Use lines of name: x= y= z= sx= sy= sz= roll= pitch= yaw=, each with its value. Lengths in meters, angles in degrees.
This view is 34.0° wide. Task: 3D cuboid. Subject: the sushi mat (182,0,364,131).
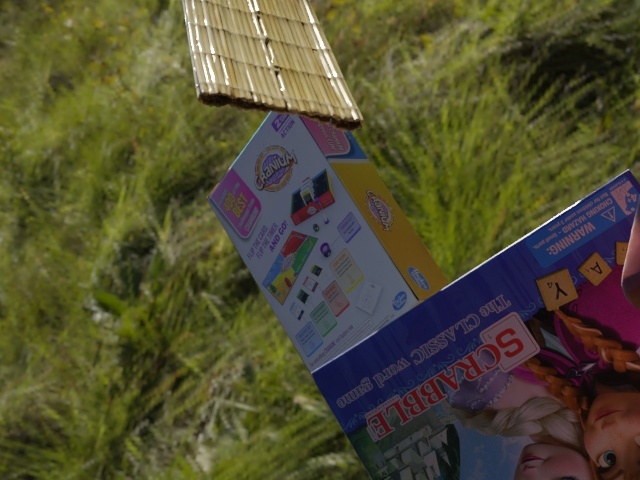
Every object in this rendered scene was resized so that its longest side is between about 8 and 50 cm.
sushi mat: x=-0.059 y=-0.196 z=1.030 sx=0.317 sy=0.151 sz=0.019 roll=-107 pitch=32 yaw=-54

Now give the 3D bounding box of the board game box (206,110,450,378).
board game box: x=0.000 y=0.000 z=1.343 sx=0.064 sy=0.317 sz=0.242 roll=-17 pitch=-21 yaw=-42

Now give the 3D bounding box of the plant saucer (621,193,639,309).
plant saucer: x=0.328 y=-0.024 z=0.689 sx=0.047 sy=0.258 sz=0.259 roll=-25 pitch=40 yaw=57

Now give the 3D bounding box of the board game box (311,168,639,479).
board game box: x=0.206 y=0.161 z=0.853 sx=0.318 sy=0.318 sz=0.066 roll=-34 pitch=-15 yaw=8
